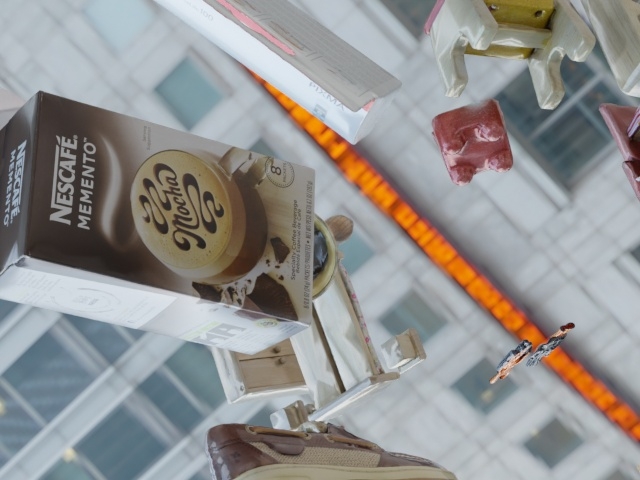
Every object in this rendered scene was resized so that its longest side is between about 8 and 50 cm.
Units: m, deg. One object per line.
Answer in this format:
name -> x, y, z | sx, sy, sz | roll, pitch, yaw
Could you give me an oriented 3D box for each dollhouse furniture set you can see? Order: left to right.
dollhouse furniture set -> 0.017, 0.095, 2.249 | 0.174, 0.355, 0.303 | -3, -114, -44
dollhouse furniture set -> 0.239, -0.135, 1.345 | 0.374, 0.201, 0.152 | 5, -132, -22

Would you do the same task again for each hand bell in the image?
hand bell -> 0.000, 0.000, 2.046 | 0.126, 0.126, 0.242 | 49, -160, 6

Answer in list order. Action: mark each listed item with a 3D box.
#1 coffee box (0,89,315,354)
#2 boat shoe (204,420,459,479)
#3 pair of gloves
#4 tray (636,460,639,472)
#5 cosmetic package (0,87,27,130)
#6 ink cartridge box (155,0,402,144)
coffee box -> -0.159, -0.011, 1.511 | 0.297, 0.119, 0.168 | 14, -116, -30
boat shoe -> 0.013, 0.239, 1.687 | 0.342, 0.123, 0.123 | 7, -136, -44
pair of gloves -> 0.207, 0.110, 1.576 | 0.083, 0.074, 0.010 | -18, -114, -33
tray -> 0.558, 0.387, 1.969 | 0.411, 0.076, 0.203 | 56, 158, 27
cosmetic package -> -0.434, -0.055, 1.636 | 0.138, 0.224, 0.224 | 26, -161, 19
ink cartridge box -> -0.072, -0.222, 1.825 | 0.308, 0.091, 0.385 | 36, -166, 2
